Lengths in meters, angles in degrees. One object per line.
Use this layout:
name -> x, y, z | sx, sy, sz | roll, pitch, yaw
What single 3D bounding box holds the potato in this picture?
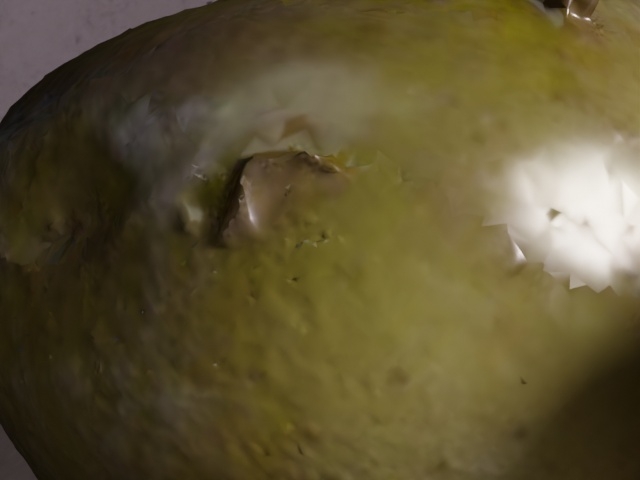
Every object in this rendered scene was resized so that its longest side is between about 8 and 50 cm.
potato -> 0.000, 0.000, 0.566 | 0.442, 0.319, 0.385 | -17, 50, 45
